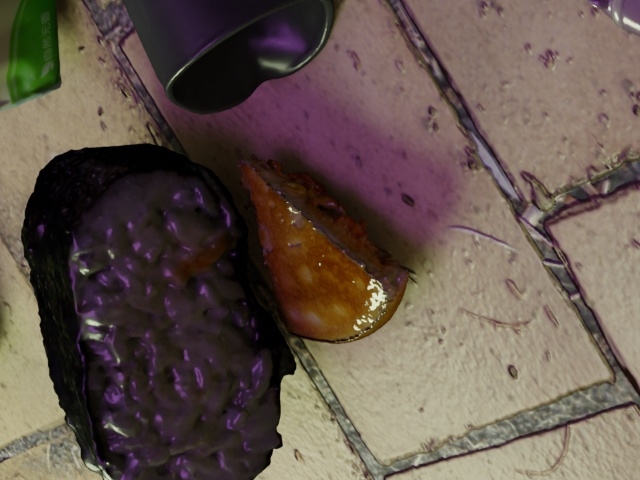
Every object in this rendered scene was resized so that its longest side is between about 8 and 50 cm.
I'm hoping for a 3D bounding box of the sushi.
[{"bbox_3d":[-0.155,0.077,1.551,0.171,0.211,0.350,19,128,64],"label":"sushi"}]

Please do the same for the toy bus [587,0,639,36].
[{"bbox_3d":[0.244,-0.229,1.055,0.142,0.142,0.202,23,128,24],"label":"toy bus"}]

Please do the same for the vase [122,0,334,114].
[{"bbox_3d":[-0.122,-0.268,1.360,0.300,0.156,0.251,60,179,5],"label":"vase"}]

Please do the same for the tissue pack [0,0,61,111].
[{"bbox_3d":[-0.414,-0.343,1.541,0.332,0.205,0.405,28,131,33],"label":"tissue pack"}]

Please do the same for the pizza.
[{"bbox_3d":[0.000,0.000,1.483,0.201,0.053,0.193,-12,108,58],"label":"pizza"}]
